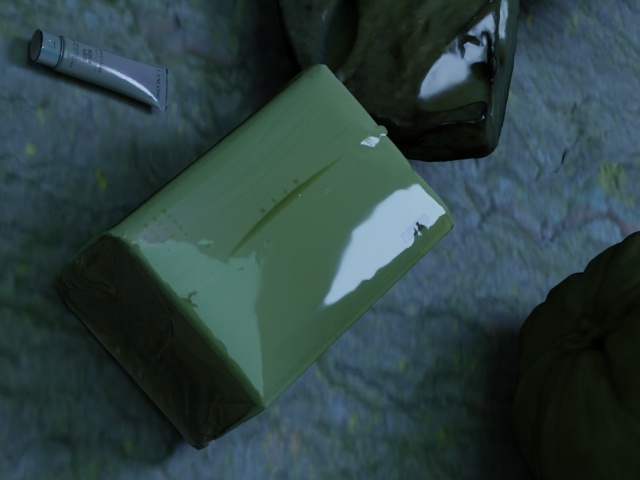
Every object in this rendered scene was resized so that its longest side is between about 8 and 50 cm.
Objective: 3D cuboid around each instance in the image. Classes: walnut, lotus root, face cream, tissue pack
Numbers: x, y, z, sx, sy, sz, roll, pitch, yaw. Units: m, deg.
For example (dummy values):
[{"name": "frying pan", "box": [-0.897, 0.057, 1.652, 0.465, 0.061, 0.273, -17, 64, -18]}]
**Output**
[{"name": "walnut", "box": [0.293, 0.134, 1.392, 0.277, 0.282, 0.253, 33, 92, -16]}, {"name": "lotus root", "box": [0.074, -0.184, 1.469, 0.210, 0.142, 0.314, 17, 56, 11]}, {"name": "face cream", "box": [-0.160, -0.127, 1.319, 0.115, 0.020, 0.038, 18, 58, -35]}, {"name": "tissue pack", "box": [-0.042, 0.007, 1.260, 0.159, 0.125, 0.234, 51, 54, -3]}]
